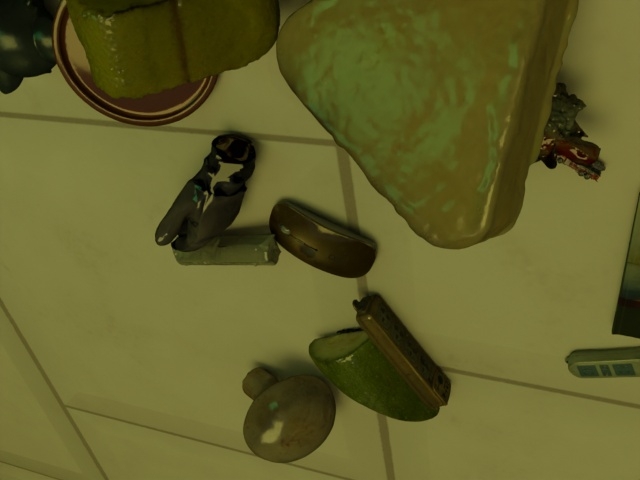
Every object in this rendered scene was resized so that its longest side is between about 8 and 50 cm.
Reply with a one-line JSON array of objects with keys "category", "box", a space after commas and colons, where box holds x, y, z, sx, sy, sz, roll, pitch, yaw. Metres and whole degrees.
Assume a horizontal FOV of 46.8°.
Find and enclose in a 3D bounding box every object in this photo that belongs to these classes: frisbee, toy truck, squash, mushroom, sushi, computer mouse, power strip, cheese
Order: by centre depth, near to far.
[{"category": "cheese", "box": [0.153, -0.222, 0.864, 0.383, 0.104, 0.384, 7, 102, 35]}, {"category": "sushi", "box": [0.255, -0.167, 0.941, 0.226, 0.097, 0.103, 30, 138, 9]}, {"category": "toy truck", "box": [0.346, -0.110, 1.004, 0.083, 0.024, 0.032, 29, 115, -3]}, {"category": "frisbee", "box": [-0.275, -0.284, 1.109, 0.250, 0.021, 0.251, 1, 127, 1]}, {"category": "power strip", "box": [0.497, 0.202, 1.216, 0.191, 0.030, 0.048, -9, 126, 34]}, {"category": "computer mouse", "box": [0.000, 0.001, 1.274, 0.199, 0.045, 0.102, 26, 136, 3]}, {"category": "power strip", "box": [0.160, 0.213, 1.376, 0.044, 0.064, 0.305, -22, 118, 35]}, {"category": "squash", "box": [0.105, 0.290, 1.457, 0.169, 0.093, 0.252, -17, 121, 36]}, {"category": "mushroom", "box": [-0.076, 0.373, 1.574, 0.209, 0.206, 0.206, 4, 136, 55]}]

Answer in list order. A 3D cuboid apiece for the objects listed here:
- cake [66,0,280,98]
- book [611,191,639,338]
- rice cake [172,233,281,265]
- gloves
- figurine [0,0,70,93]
[{"category": "cake", "box": [-0.188, -0.302, 0.957, 0.260, 0.179, 0.156, -19, 140, -14]}, {"category": "book", "box": [0.539, 0.053, 1.057, 0.201, 0.026, 0.290, 9, 134, 22]}, {"category": "rice cake", "box": [-0.176, 0.018, 1.360, 0.256, 0.052, 0.057, -1, 118, 38]}, {"category": "gloves", "box": [-0.199, -0.066, 1.256, 0.285, 0.142, 0.119, -41, 77, 46]}, {"category": "figurine", "box": [-0.472, -0.358, 1.114, 0.193, 0.140, 0.265, -10, 151, 12]}]
